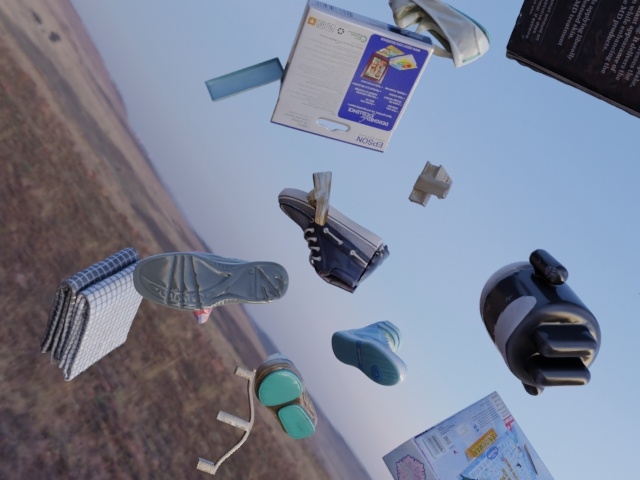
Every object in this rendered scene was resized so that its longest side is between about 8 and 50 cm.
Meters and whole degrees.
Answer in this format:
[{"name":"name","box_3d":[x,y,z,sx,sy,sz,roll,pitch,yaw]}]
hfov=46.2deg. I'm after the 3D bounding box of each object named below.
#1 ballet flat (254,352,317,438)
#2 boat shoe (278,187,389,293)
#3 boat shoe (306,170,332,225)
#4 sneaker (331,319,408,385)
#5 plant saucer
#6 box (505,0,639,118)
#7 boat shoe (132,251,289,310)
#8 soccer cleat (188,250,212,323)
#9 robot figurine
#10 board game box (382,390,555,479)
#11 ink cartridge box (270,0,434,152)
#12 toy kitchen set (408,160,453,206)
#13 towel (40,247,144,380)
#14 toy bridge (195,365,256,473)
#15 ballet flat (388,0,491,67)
[{"name":"ballet flat","box_3d":[-0.084,0.340,1.743,0.342,0.116,0.124,67,5,-50]},{"name":"boat shoe","box_3d":[0.000,0.000,1.966,0.340,0.158,0.127,30,-21,17]},{"name":"boat shoe","box_3d":[-0.006,-0.107,1.894,0.063,0.059,0.170,93,4,-49]},{"name":"sneaker","box_3d":[0.199,0.322,2.244,0.319,0.208,0.127,23,-60,52]},{"name":"plant saucer","box_3d":[-0.181,-0.390,1.825,0.018,0.192,0.067,81,-13,-63]},{"name":"box","box_3d":[0.661,-0.341,1.216,0.472,0.480,0.297,43,-53,39]},{"name":"boat shoe","box_3d":[-0.229,0.082,1.557,0.103,0.320,0.118,180,-90,-68]},{"name":"soccer cleat","box_3d":[-0.348,0.125,2.125,0.248,0.083,0.095,-111,-155,-50]},{"name":"robot figurine","box_3d":[0.388,0.148,1.329,0.173,0.209,0.278,39,14,-19]},{"name":"board game box","box_3d":[0.269,0.404,1.107,0.319,0.066,0.318,-3,57,-55]},{"name":"ink cartridge box","box_3d":[0.067,-0.380,1.770,0.072,0.304,0.307,-91,-160,-46]},{"name":"toy kitchen set","box_3d":[0.224,-0.092,1.422,0.068,0.083,0.075,23,-10,33]},{"name":"towel","box_3d":[-0.550,0.171,1.835,0.121,0.283,0.235,34,32,11]},{"name":"toy bridge","box_3d":[-0.148,0.308,1.283,0.063,0.188,0.026,24,-13,-9]},{"name":"ballet flat","box_3d":[0.271,-0.589,1.972,0.400,0.139,0.139,48,-11,29]}]
